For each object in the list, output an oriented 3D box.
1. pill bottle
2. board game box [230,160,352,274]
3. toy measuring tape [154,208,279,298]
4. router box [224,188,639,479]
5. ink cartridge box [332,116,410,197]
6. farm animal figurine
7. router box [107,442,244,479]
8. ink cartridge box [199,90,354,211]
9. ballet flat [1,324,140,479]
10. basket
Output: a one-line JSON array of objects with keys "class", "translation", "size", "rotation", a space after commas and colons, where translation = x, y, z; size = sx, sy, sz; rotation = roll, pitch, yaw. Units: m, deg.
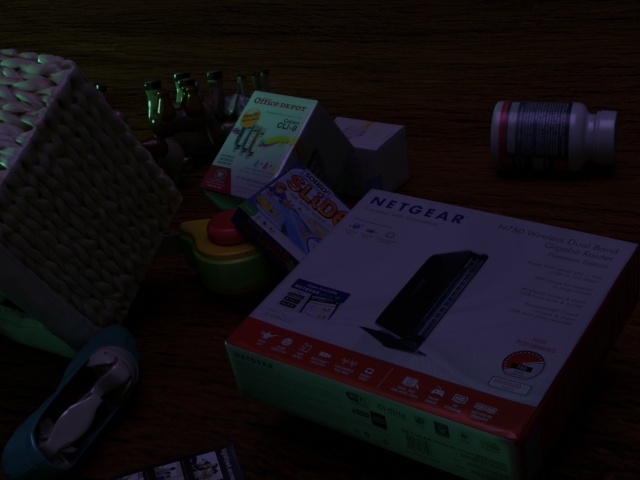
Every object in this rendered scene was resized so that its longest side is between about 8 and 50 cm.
[{"class": "pill bottle", "translation": [0.356, -0.158, 1.557], "size": [0.180, 0.108, 0.108], "rotation": [4, 32, 20]}, {"class": "board game box", "translation": [0.000, 0.000, 1.336], "size": [0.201, 0.035, 0.136], "rotation": [42, 46, 7]}, {"class": "toy measuring tape", "translation": [-0.173, 0.026, 1.372], "size": [0.330, 0.121, 0.121], "rotation": [-7, 30, 3]}, {"class": "router box", "translation": [0.121, 0.085, 1.081], "size": [0.335, 0.082, 0.301], "rotation": [14, 43, 32]}, {"class": "ink cartridge box", "translation": [0.054, -0.129, 1.599], "size": [0.143, 0.092, 0.090], "rotation": [11, 36, 32]}, {"class": "farm animal figurine", "translation": [-0.269, -0.181, 1.716], "size": [0.330, 0.172, 0.327], "rotation": [8, 21, 40]}, {"class": "router box", "translation": [-0.126, 0.282, 0.985], "size": [0.133, 0.046, 0.179], "rotation": [-14, 31, -11]}, {"class": "ink cartridge box", "translation": [-0.060, -0.108, 1.486], "size": [0.128, 0.127, 0.176], "rotation": [15, 69, 36]}, {"class": "ballet flat", "translation": [-0.256, 0.179, 1.148], "size": [0.087, 0.083, 0.247], "rotation": [-25, 21, 39]}, {"class": "basket", "translation": [-0.402, -0.054, 1.252], "size": [0.328, 0.331, 0.266], "rotation": [15, 69, 26]}]
